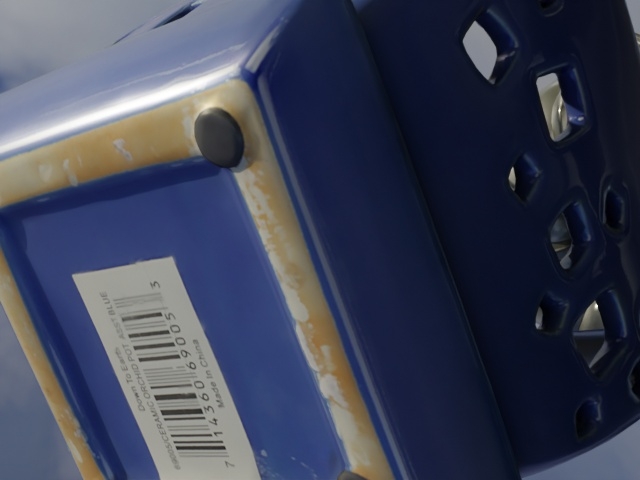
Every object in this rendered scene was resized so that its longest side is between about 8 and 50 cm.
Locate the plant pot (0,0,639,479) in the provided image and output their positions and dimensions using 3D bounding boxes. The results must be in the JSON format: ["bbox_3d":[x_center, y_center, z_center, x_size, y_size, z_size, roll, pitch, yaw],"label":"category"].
[{"bbox_3d":[0.000,0.000,0.442,0.212,0.235,0.236,-36,-70,-48],"label":"plant pot"}]

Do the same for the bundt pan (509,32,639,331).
[{"bbox_3d":[0.274,-0.009,0.909,0.124,0.331,0.331,-24,-115,-35],"label":"bundt pan"}]
